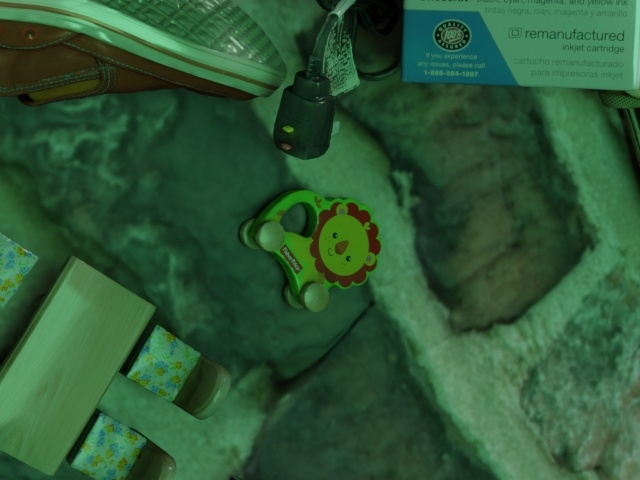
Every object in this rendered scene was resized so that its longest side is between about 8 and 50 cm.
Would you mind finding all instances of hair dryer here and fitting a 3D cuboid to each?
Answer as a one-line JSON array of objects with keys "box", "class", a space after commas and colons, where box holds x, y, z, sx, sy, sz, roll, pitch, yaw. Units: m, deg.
[{"box": [-0.004, -0.223, 1.091, 0.223, 0.080, 0.294, -55, 147, -55], "class": "hair dryer"}]

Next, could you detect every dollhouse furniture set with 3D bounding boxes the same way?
[{"box": [-0.196, 0.134, 1.049, 0.212, 0.161, 0.242, 35, 82, -27], "class": "dollhouse furniture set"}]

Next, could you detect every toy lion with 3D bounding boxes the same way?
[{"box": [0.000, 0.000, 1.203, 0.096, 0.034, 0.100, -46, 115, -21], "class": "toy lion"}]

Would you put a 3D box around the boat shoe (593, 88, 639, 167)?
[{"box": [0.280, -0.151, 1.270, 0.120, 0.122, 0.324, -34, 111, -15], "class": "boat shoe"}]

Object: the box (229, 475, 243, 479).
[{"box": [-0.030, 0.291, 1.199, 0.156, 0.093, 0.158, 33, 84, -27], "class": "box"}]

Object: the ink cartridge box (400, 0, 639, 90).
[{"box": [0.158, -0.230, 1.130, 0.171, 0.168, 0.233, 4, 98, 14], "class": "ink cartridge box"}]

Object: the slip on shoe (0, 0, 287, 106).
[{"box": [-0.174, -0.143, 1.057, 0.331, 0.123, 0.101, 6, 130, -34], "class": "slip on shoe"}]
